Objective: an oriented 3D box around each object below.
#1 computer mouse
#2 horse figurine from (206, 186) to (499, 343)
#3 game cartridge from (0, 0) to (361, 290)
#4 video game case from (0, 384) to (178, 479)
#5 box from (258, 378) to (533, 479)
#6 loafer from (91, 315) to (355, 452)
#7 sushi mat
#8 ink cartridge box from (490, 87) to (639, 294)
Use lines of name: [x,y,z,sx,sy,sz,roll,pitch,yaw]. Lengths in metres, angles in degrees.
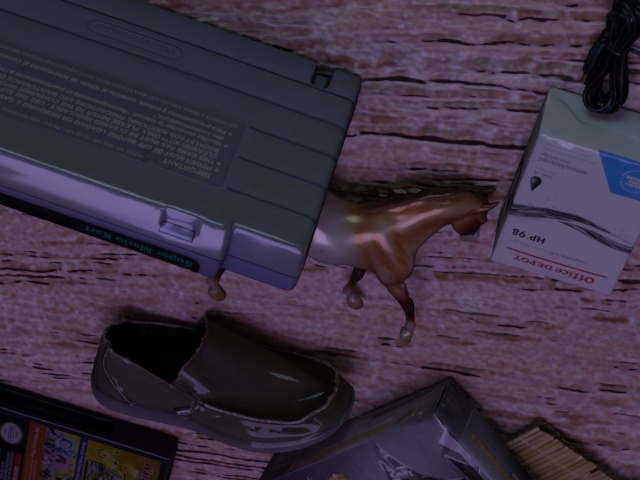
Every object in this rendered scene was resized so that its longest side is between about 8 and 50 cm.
computer mouse: [0.290,-0.109,1.338,0.193,0.042,0.106,19,134,-1]
horse figurine: [0.000,0.000,1.515,0.263,0.066,0.174,15,141,-1]
game cartridge: [-0.160,-0.097,1.354,0.355,0.230,0.068,19,135,-1]
video game case: [-0.287,0.261,1.873,0.248,0.035,0.275,17,134,1]
box: [0.082,0.246,1.708,0.231,0.056,0.183,-26,111,36]
loafer: [-0.094,0.125,1.641,0.251,0.094,0.087,6,138,12]
sushi mat: [0.157,0.277,1.763,0.151,0.019,0.316,39,131,-19]
ink cartridge box: [0.201,-0.024,1.433,0.104,0.060,0.180,16,135,1]
